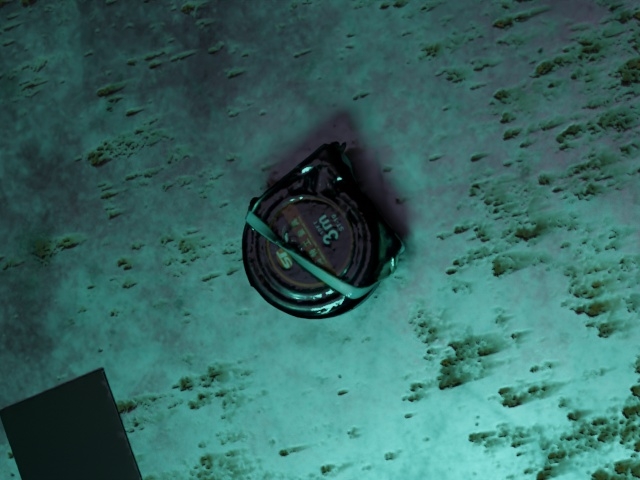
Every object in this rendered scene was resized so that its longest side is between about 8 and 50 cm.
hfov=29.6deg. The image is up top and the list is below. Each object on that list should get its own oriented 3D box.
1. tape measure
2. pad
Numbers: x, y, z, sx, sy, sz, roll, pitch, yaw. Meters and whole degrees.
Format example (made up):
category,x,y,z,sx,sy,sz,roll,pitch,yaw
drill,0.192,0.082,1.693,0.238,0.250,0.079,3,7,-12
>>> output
category,x,y,z,sx,sy,sz,roll,pitch,yaw
tape measure,-0.004,0.003,1.447,0.181,0.107,0.182,-32,79,10
pad,-0.312,0.309,1.579,0.170,0.006,0.245,-24,81,16
